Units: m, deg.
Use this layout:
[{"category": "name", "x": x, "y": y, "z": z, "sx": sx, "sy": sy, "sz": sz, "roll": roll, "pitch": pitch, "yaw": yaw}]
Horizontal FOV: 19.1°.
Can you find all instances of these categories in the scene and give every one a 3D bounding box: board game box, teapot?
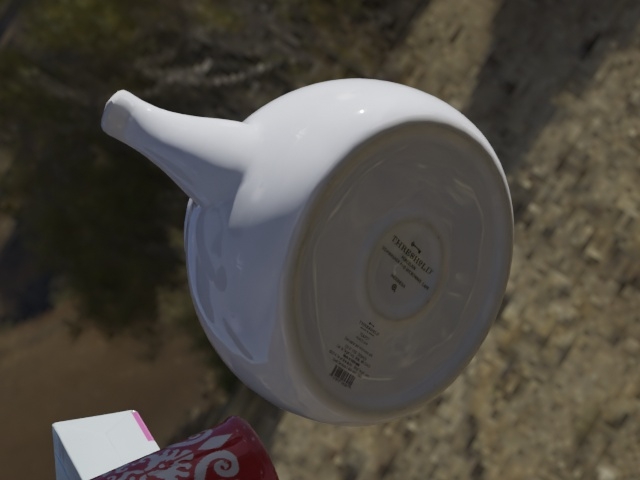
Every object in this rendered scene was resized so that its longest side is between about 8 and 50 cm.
[{"category": "board game box", "x": -0.194, "y": 0.358, "z": 1.932, "sx": 0.224, "sy": 0.097, "sz": 0.303, "roll": -133, "pitch": 39, "yaw": -61}, {"category": "teapot", "x": 0.000, "y": 0.000, "z": 1.320, "sx": 0.252, "sy": 0.256, "sz": 0.187, "roll": -21, "pitch": 26, "yaw": -35}]

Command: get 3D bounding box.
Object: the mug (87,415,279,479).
[{"category": "mug", "x": -0.120, "y": 0.234, "z": 1.488, "sx": 0.169, "sy": 0.150, "sz": 0.113, "roll": -18, "pitch": 10, "yaw": -22}]
